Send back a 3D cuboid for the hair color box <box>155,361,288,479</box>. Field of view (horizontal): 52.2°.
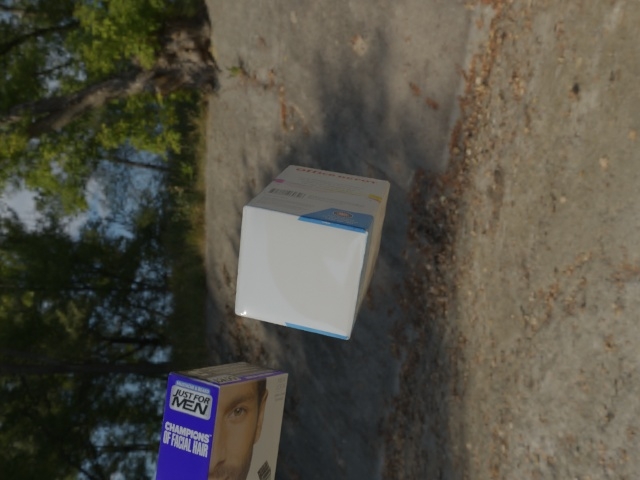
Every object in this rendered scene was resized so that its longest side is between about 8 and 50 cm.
[{"bbox_3d":[-0.160,0.373,1.025,0.185,0.110,0.339,7,-92,-59],"label":"hair color box"}]

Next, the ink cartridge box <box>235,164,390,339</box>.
[{"bbox_3d":[0.000,0.000,0.529,0.143,0.092,0.090,-55,-26,-66],"label":"ink cartridge box"}]
